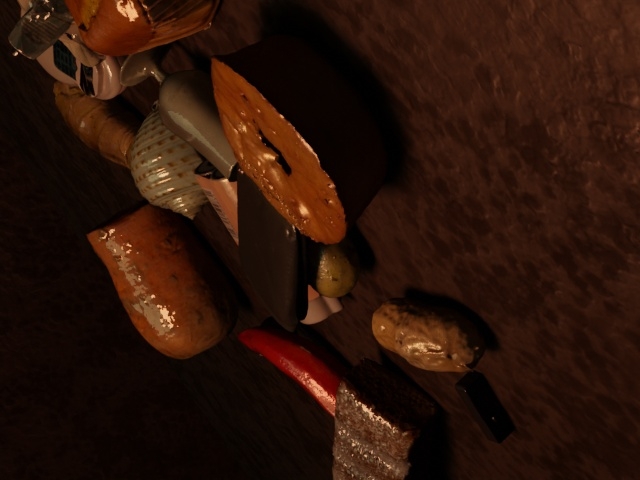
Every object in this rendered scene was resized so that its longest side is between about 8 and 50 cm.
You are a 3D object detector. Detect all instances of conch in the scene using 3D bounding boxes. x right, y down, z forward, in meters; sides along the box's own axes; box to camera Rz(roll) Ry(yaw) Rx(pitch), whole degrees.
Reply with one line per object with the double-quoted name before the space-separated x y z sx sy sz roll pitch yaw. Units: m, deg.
"conch" -0.260 -0.128 1.862 0.200 0.131 0.172 53 -178 0

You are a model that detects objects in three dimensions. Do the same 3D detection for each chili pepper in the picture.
"chili pepper" -0.008 0.255 2.081 0.368 0.092 0.137 42 154 19

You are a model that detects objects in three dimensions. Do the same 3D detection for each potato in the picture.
"potato" 0.000 0.000 1.578 0.105 0.085 0.188 -6 119 48

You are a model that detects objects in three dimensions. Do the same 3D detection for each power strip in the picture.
"power strip" 0.232 0.236 1.555 0.111 0.038 0.029 56 161 -21

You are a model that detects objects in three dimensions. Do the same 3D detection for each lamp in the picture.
"lamp" -0.398 -0.337 1.839 0.246 0.108 0.179 41 147 21

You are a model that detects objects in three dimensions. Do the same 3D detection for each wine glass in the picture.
"wine glass" -0.180 -0.191 1.607 0.231 0.103 0.103 44 162 10

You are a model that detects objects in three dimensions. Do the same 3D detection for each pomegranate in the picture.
"pomegranate" -0.096 0.191 2.196 0.073 0.084 0.073 43 167 12

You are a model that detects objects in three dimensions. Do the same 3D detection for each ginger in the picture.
"ginger" -0.411 -0.223 2.116 0.263 0.116 0.109 37 -161 26

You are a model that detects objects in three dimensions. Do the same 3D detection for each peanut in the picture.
"peanut" 0.139 0.123 1.486 0.099 0.099 0.214 58 167 -23

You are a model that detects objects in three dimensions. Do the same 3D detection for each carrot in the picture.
"carrot" -0.325 0.077 2.328 0.340 0.224 0.224 60 162 -7

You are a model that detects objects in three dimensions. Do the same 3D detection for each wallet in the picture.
"wallet" -0.069 0.004 1.565 0.168 0.052 0.245 51 155 30

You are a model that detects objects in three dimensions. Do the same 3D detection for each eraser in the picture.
"eraser" -0.084 -0.007 1.773 0.290 0.087 0.171 60 163 -23

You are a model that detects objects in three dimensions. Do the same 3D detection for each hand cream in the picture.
"hand cream" -0.360 -0.341 1.583 0.075 0.248 0.052 41 -152 -30

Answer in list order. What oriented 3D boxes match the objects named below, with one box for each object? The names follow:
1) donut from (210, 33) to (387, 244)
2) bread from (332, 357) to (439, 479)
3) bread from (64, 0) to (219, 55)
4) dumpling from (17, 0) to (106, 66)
"donut" -0.025 -0.129 1.332 0.277 0.108 0.277 45 162 18
"bread" 0.106 0.384 1.927 0.165 0.113 0.416 29 143 24
"bread" -0.244 -0.331 1.393 0.204 0.156 0.288 56 164 -8
"dumpling" -0.402 -0.382 1.685 0.172 0.142 0.247 26 134 51
